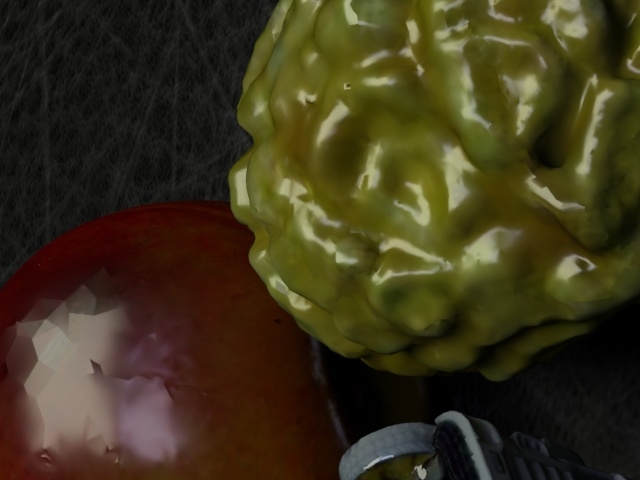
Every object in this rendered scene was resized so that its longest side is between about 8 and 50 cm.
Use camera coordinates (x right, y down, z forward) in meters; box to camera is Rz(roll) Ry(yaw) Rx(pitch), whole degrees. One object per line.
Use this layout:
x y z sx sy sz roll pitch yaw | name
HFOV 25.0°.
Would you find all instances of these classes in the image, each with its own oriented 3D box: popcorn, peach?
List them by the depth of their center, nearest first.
0.086 -0.061 0.655 0.270 0.224 0.258 -41 -9 -14 | popcorn
-0.087 0.102 0.811 0.275 0.245 0.248 -26 31 27 | peach

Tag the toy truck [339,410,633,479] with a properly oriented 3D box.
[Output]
0.020 0.237 0.680 0.367 0.175 0.146 -51 38 35 | toy truck
